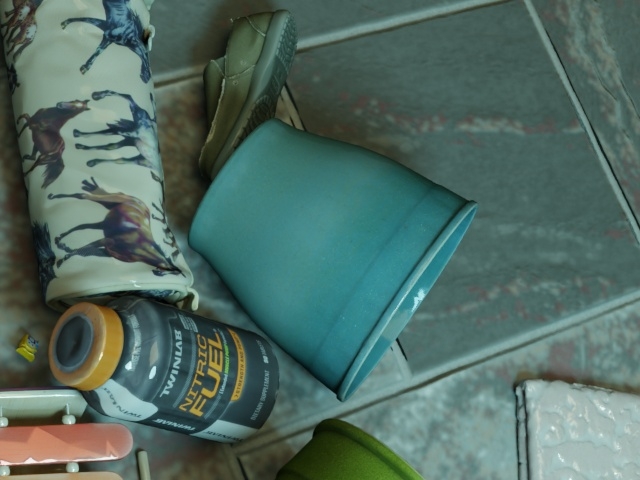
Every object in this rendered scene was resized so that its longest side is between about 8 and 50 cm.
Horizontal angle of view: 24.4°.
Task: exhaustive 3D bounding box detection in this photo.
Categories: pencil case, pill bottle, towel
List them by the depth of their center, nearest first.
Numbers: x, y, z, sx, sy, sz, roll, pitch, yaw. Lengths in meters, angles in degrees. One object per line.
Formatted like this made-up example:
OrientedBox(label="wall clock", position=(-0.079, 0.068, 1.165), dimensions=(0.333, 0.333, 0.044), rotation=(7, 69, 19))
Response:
OrientedBox(label="pill bottle", position=(-0.168, 0.134, 1.572), dimensions=(0.246, 0.130, 0.130), rotation=(21, 60, -46))
OrientedBox(label="pencil case", position=(-0.247, -0.104, 1.666), dimensions=(0.184, 0.160, 0.410), rotation=(-8, 73, -11))
OrientedBox(label="towel", position=(0.400, 0.338, 1.841), dimensions=(0.332, 0.053, 0.316), rotation=(10, 67, -21))

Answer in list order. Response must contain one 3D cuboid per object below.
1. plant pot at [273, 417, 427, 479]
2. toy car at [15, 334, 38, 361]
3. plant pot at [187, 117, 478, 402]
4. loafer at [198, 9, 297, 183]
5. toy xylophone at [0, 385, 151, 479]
OrientedBox(label="plant pot", position=(-0.013, 0.430, 1.477), dimensions=(0.353, 0.366, 0.366), rotation=(-38, 88, -19))
OrientedBox(label="toy car", position=(-0.267, 0.119, 1.632), dimensions=(0.122, 0.060, 0.040), rotation=(28, 30, -19))
OrientedBox(label="plant pot", position=(0.000, 0.000, 1.687), dimensions=(0.255, 0.271, 0.271), rotation=(35, 60, 8))
OrientedBox(label="loafer", position=(-0.101, -0.173, 1.811), dimensions=(0.087, 0.094, 0.251), rotation=(10, 63, 18))
OrientedBox(label="toy xylophone", position=(-0.266, 0.307, 1.542), dimensions=(0.236, 0.081, 0.322), rotation=(-7, 74, -26))
